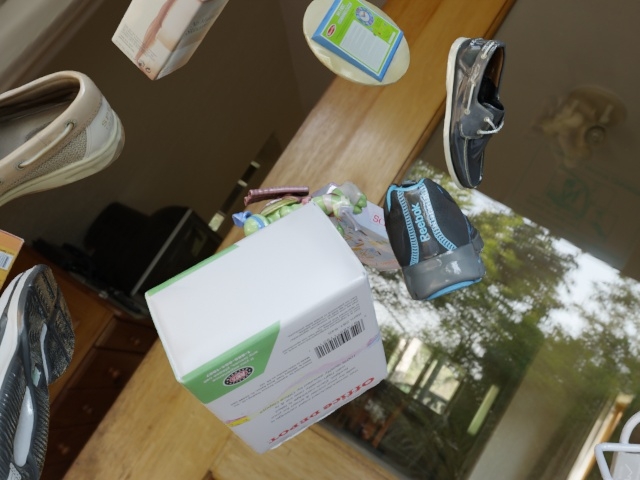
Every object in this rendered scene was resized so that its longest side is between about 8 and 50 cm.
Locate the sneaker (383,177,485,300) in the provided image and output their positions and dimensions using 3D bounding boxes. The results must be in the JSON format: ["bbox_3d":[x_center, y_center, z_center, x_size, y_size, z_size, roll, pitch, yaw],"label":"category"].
[{"bbox_3d":[0.154,-0.025,0.784,0.341,0.125,0.140,-45,114,-81],"label":"sneaker"}]

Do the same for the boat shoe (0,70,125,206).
[{"bbox_3d":[-0.383,-0.082,0.586,0.122,0.341,0.110,59,-10,17],"label":"boat shoe"}]

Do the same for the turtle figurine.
[{"bbox_3d":[0.000,0.000,1.050,0.274,0.198,0.266,17,25,28],"label":"turtle figurine"}]

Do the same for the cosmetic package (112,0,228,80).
[{"bbox_3d":[-0.295,-0.499,1.195,0.129,0.153,0.296,44,-50,-7],"label":"cosmetic package"}]

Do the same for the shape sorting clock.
[{"bbox_3d":[0.065,-0.356,1.007,0.206,0.206,0.040,34,-34,-9],"label":"shape sorting clock"}]

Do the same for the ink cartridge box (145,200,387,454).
[{"bbox_3d":[-0.042,0.117,0.659,0.117,0.201,0.278,55,-10,34],"label":"ink cartridge box"}]

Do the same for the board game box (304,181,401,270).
[{"bbox_3d":[0.099,-0.022,1.450,0.318,0.066,0.318,27,-14,-15],"label":"board game box"}]

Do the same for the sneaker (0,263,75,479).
[{"bbox_3d":[-0.524,0.193,0.817,0.447,0.257,0.169,-115,-167,-59],"label":"sneaker"}]

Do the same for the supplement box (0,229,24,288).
[{"bbox_3d":[-0.631,0.086,1.021,0.078,0.234,0.080,12,-16,44],"label":"supplement box"}]

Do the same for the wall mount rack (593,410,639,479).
[{"bbox_3d":[0.580,0.438,0.888,0.304,0.350,0.130,1,24,8],"label":"wall mount rack"}]

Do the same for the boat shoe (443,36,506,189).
[{"bbox_3d":[0.238,-0.185,0.863,0.079,0.084,0.233,17,-60,38],"label":"boat shoe"}]
